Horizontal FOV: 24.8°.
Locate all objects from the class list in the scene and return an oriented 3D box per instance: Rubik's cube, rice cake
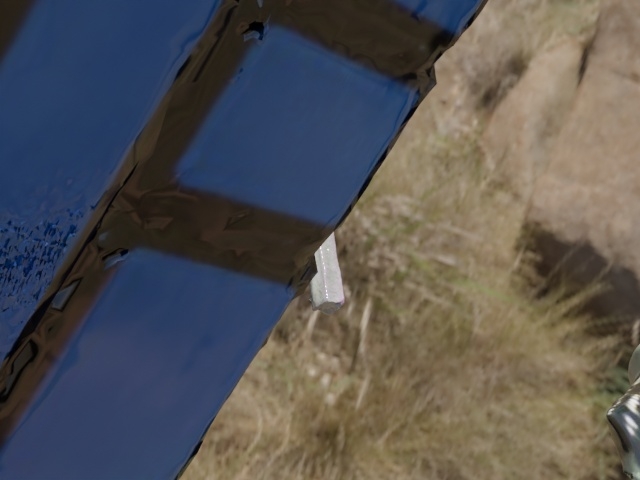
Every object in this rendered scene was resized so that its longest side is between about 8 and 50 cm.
[{"bbox_3d":[-0.143,-0.109,0.388,0.293,0.288,0.283,41,14,32],"label":"Rubik's cube"},{"bbox_3d":[0.000,0.000,1.888,0.036,0.047,0.206,19,50,-36],"label":"rice cake"}]

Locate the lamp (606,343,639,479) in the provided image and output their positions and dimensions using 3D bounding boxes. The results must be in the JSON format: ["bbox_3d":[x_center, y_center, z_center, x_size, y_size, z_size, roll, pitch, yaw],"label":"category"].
[{"bbox_3d":[0.290,0.031,0.980,0.314,0.182,0.182,-18,57,-34],"label":"lamp"}]
